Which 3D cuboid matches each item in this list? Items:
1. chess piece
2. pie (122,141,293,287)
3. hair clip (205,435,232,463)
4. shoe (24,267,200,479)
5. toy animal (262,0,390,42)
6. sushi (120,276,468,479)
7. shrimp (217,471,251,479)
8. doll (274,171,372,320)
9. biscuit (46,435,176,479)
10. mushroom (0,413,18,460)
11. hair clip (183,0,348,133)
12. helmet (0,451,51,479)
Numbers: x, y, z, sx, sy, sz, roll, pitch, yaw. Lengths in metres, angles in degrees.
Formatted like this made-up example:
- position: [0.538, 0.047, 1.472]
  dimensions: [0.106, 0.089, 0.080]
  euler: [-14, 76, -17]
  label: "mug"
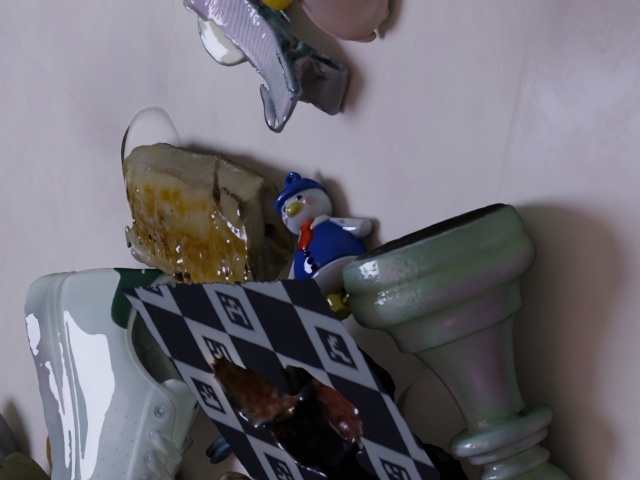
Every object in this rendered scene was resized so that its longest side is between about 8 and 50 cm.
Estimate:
- position: [0.124, 0.119, 1.402]
  dimensions: [0.139, 0.139, 0.272]
  euler: [-19, 93, 59]
  label: "chess piece"
- position: [-0.110, -0.017, 1.775]
  dimensions: [0.282, 0.068, 0.129]
  euler: [15, 110, 57]
  label: "pie"
- position: [-0.050, 0.182, 1.774]
  dimensions: [0.229, 0.039, 0.070]
  euler: [-6, 99, 63]
  label: "hair clip"
- position: [-0.171, 0.197, 1.874]
  dimensions: [0.160, 0.132, 0.363]
  euler: [-13, 81, 19]
  label: "shoe"
- position: [0.008, -0.214, 1.535]
  dimensions: [0.091, 0.114, 0.082]
  euler: [-60, 10, 18]
  label: "toy animal"
- position: [0.020, 0.141, 1.545]
  dimensions: [0.320, 0.069, 0.339]
  euler: [57, 155, -15]
  label: "sushi"
- position: [-0.043, 0.345, 1.765]
  dimensions: [0.289, 0.075, 0.178]
  euler: [54, 153, 34]
  label: "shrimp"
- position: [0.000, 0.000, 1.618]
  dimensions: [0.099, 0.057, 0.143]
  euler: [-41, 55, 27]
  label: "doll"
- position: [-0.206, 0.271, 2.040]
  dimensions: [0.288, 0.044, 0.202]
  euler: [44, 133, 46]
  label: "biscuit"
- position: [-0.395, 0.313, 2.299]
  dimensions: [0.103, 0.118, 0.270]
  euler: [-3, 105, 22]
  label: "mushroom"
- position: [-0.053, -0.192, 1.634]
  dimensions: [0.218, 0.071, 0.159]
  euler: [51, 136, 30]
  label: "hair clip"
- position: [-0.345, 0.304, 2.170]
  dimensions: [0.257, 0.204, 0.137]
  euler: [90, -166, -46]
  label: "helmet"
